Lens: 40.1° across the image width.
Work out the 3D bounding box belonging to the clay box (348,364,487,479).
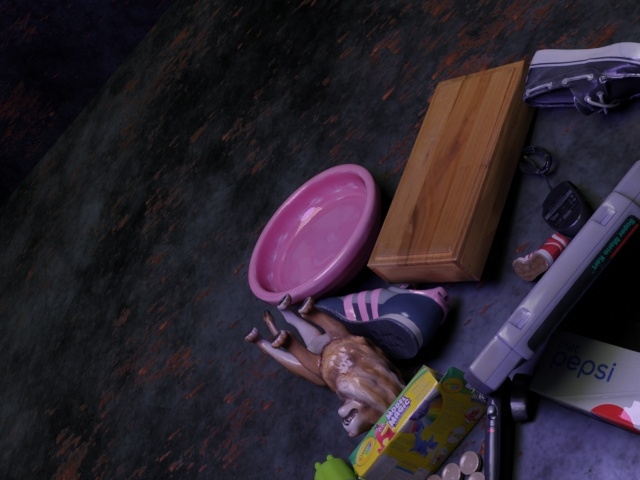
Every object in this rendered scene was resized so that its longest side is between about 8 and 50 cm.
[{"bbox_3d":[0.161,0.286,1.353,0.222,0.127,0.053,-53,36,8],"label":"clay box"}]

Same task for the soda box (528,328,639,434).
[{"bbox_3d":[0.418,0.202,1.134,0.286,0.091,0.098,15,78,53],"label":"soda box"}]

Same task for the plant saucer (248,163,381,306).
[{"bbox_3d":[0.000,0.000,1.746,0.332,0.084,0.332,-33,33,25],"label":"plant saucer"}]

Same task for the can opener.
[{"bbox_3d":[0.264,0.282,1.289,0.073,0.059,0.186,-13,56,50],"label":"can opener"}]

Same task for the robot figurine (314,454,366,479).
[{"bbox_3d":[0.032,0.412,1.469,0.101,0.067,0.115,-29,35,-9],"label":"robot figurine"}]

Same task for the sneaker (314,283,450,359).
[{"bbox_3d":[0.108,0.133,1.571,0.131,0.112,0.319,-41,23,-25],"label":"sneaker"}]

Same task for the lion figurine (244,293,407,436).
[{"bbox_3d":[0.015,0.211,1.539,0.142,0.240,0.392,-52,12,-5],"label":"lion figurine"}]

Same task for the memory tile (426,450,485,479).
[{"bbox_3d":[0.214,0.399,1.308,0.113,0.012,0.148,-42,40,23],"label":"memory tile"}]

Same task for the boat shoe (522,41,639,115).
[{"bbox_3d":[0.447,-0.249,1.404,0.301,0.108,0.102,15,82,52],"label":"boat shoe"}]

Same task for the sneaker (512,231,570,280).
[{"bbox_3d":[0.350,0.025,1.375,0.067,0.042,0.118,-36,-3,-17],"label":"sneaker"}]

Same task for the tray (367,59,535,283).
[{"bbox_3d":[0.239,-0.121,1.546,0.203,0.076,0.411,-6,55,49],"label":"tray"}]

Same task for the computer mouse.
[{"bbox_3d":[0.382,-0.083,1.431,0.071,0.041,0.242,-51,30,25],"label":"computer mouse"}]

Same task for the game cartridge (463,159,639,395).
[{"bbox_3d":[0.329,0.064,1.202,0.355,0.068,0.230,-50,-9,-4],"label":"game cartridge"}]
